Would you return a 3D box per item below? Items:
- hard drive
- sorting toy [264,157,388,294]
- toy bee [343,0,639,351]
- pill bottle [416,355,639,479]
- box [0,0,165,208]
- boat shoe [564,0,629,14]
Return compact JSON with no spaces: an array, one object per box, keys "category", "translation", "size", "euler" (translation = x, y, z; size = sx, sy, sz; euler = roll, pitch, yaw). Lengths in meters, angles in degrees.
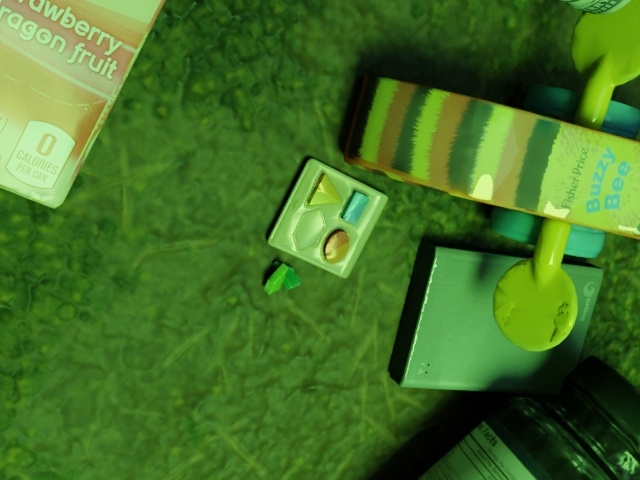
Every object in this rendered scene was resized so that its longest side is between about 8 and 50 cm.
[{"category":"hard drive","translation":[0.118,0.054,0.587],"size":[0.135,0.022,0.094],"euler":[7,103,-25]},{"category":"sorting toy","translation":[0.000,0.000,0.527],"size":[0.062,0.012,0.083],"euler":[24,95,-27]},{"category":"toy bee","translation":[0.174,-0.043,0.504],"size":[0.298,0.162,0.195],"euler":[-12,107,-19]},{"category":"pill bottle","translation":[0.125,0.180,0.564],"size":[0.219,0.123,0.123],"euler":[-41,117,0]},{"category":"box","translation":[-0.207,-0.152,0.321],"size":[0.300,0.142,0.154],"euler":[25,95,-27]},{"category":"boat shoe","translation":[0.151,-0.253,0.455],"size":[0.088,0.096,0.268],"euler":[19,88,-16]}]
